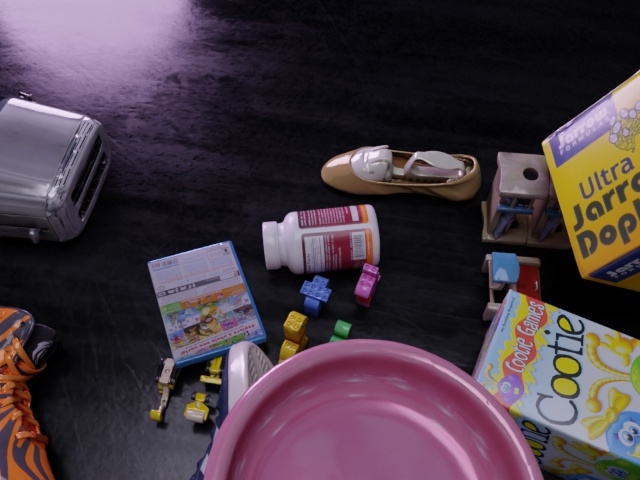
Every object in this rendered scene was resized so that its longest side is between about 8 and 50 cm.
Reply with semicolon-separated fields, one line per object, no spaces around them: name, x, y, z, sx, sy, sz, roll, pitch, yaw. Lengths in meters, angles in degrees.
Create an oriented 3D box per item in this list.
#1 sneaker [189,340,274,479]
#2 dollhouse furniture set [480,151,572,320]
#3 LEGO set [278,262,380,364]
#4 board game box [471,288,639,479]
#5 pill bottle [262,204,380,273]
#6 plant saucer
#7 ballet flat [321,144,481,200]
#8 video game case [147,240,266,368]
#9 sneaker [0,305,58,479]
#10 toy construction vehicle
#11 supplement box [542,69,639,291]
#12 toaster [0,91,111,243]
sneaker;-0.108;0.279;0.814;0.148;0.131;0.350;-23;47;18
dollhouse furniture set;0.287;0.000;0.957;0.128;0.129;0.184;4;60;3
LEGO set;-0.001;0.108;0.919;0.087;0.093;0.227;20;63;11
board game box;0.314;0.193;0.841;0.275;0.142;0.144;21;63;12
pill bottle;0.000;0.000;0.985;0.151;0.086;0.086;-5;61;-3
plant saucer;0.052;0.260;0.703;0.332;0.084;0.332;6;56;-8
ballet flat;0.117;-0.107;1.052;0.232;0.073;0.080;4;60;3
video game case;-0.152;0.080;0.964;0.119;0.015;0.166;-15;53;-14
sneaker;-0.364;0.187;0.859;0.321;0.125;0.180;37;68;19
toy construction vehicle;-0.163;0.184;0.915;0.085;0.035;0.098;6;52;3
supplement box;0.474;-0.050;0.863;0.356;0.194;0.195;12;56;-29
toaster;-0.391;-0.101;1.024;0.146;0.129;0.227;11;59;2
